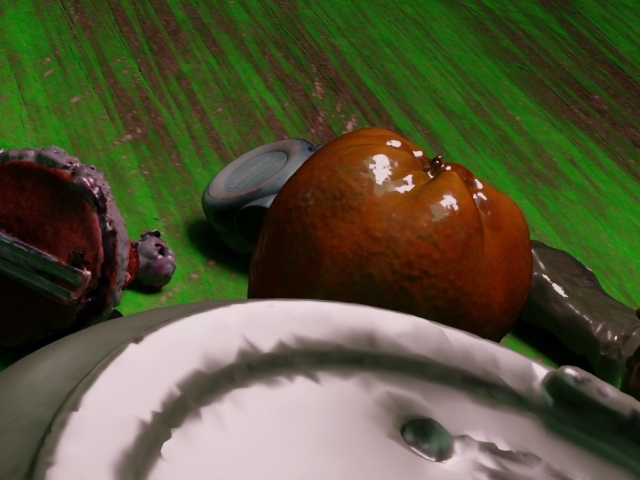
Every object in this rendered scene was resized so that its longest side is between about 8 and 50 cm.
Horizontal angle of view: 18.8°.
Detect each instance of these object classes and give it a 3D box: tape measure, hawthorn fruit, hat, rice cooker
[{"bbox_3d":[-0.002,0.004,1.447,0.180,0.104,0.107,45,-19,-30],"label":"tape measure"},{"bbox_3d":[0.040,0.024,1.234,0.189,0.189,0.189,16,21,-6],"label":"hawthorn fruit"},{"bbox_3d":[-0.160,0.011,1.235,0.140,0.129,0.227,1,-3,19],"label":"hat"},{"bbox_3d":[-0.019,0.213,0.494,0.335,0.325,0.335,24,30,-15],"label":"rice cooker"}]

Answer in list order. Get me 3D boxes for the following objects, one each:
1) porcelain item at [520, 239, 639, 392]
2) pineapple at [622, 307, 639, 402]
[{"bbox_3d":[0.185,0.045,1.444,0.081,0.069,0.215,-4,31,-37],"label":"porcelain item"},{"bbox_3d":[0.329,0.089,1.293,0.223,0.223,0.357,25,7,18],"label":"pineapple"}]
